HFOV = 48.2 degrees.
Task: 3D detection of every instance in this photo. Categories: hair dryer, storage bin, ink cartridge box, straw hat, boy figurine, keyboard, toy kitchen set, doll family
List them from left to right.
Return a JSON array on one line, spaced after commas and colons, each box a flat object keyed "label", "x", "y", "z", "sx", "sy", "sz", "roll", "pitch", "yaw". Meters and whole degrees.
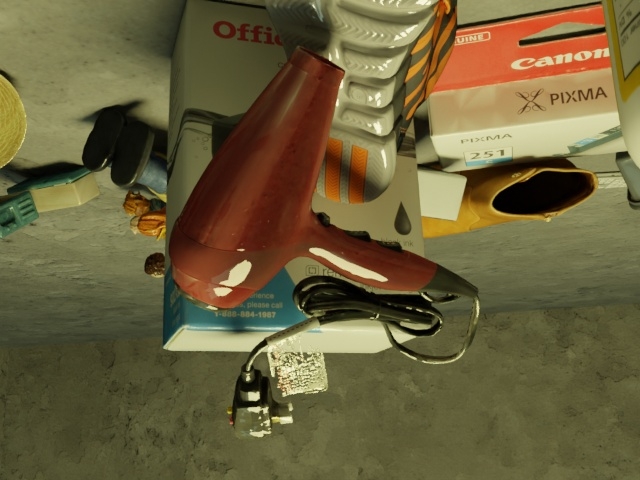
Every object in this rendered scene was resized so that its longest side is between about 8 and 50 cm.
[{"label": "straw hat", "x": -0.401, "y": -0.140, "z": 0.781, "sx": 0.144, "sy": 0.144, "sz": 0.061, "roll": 7, "pitch": -156, "yaw": -29}, {"label": "toy kitchen set", "x": -0.427, "y": -0.096, "z": 0.957, "sx": 0.122, "sy": 0.166, "sz": 0.207, "roll": -7, "pitch": -159, "yaw": 21}, {"label": "doll family", "x": -0.222, "y": -0.026, "z": 1.114, "sx": 0.163, "sy": 0.118, "sz": 0.263, "roll": 12, "pitch": -163, "yaw": -26}, {"label": "boy figurine", "x": -0.170, "y": -0.079, "z": 0.954, "sx": 0.177, "sy": 0.092, "sz": 0.285, "roll": 26, "pitch": -176, "yaw": 33}, {"label": "ink cartridge box", "x": -0.029, "y": -0.054, "z": 0.686, "sx": 0.223, "sy": 0.307, "sz": 0.129, "roll": 3, "pitch": 162, "yaw": -17}, {"label": "ink cartridge box", "x": -0.003, "y": -0.087, "z": 0.888, "sx": 0.333, "sy": 0.065, "sz": 0.165, "roll": 9, "pitch": -170, "yaw": -22}, {"label": "hair dryer", "x": 0.000, "y": 0.000, "z": 0.535, "sx": 0.223, "sy": 0.293, "sz": 0.080, "roll": -21, "pitch": -146, "yaw": -14}, {"label": "keyboard", "x": 0.392, "y": -0.091, "z": 1.169, "sx": 0.256, "sy": 0.014, "sz": 0.072, "roll": -3, "pitch": 165, "yaw": 4}, {"label": "ink cartridge box", "x": 0.267, "y": -0.160, "z": 0.794, "sx": 0.296, "sy": 0.066, "sz": 0.261, "roll": -6, "pitch": 166, "yaw": 14}, {"label": "storage bin", "x": 0.470, "y": -0.115, "z": 0.965, "sx": 0.135, "sy": 0.098, "sz": 0.091, "roll": -14, "pitch": 133, "yaw": 40}]

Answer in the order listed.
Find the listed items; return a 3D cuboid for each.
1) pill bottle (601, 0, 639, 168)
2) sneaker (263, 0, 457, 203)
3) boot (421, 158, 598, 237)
[{"label": "pill bottle", "x": 0.241, "y": -0.136, "z": 0.357, "sx": 0.188, "sy": 0.334, "sz": 0.188, "roll": -2, "pitch": 166, "yaw": 0}, {"label": "sneaker", "x": 0.043, "y": -0.192, "z": 0.527, "sx": 0.124, "sy": 0.180, "sz": 0.321, "roll": 21, "pitch": 142, "yaw": 9}, {"label": "boot", "x": 0.209, "y": -0.059, "z": 0.981, "sx": 0.295, "sy": 0.104, "sz": 0.211, "roll": -15, "pitch": -173, "yaw": 7}]
